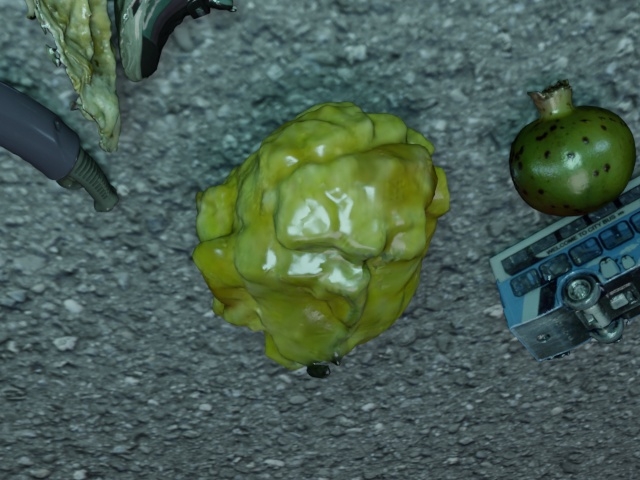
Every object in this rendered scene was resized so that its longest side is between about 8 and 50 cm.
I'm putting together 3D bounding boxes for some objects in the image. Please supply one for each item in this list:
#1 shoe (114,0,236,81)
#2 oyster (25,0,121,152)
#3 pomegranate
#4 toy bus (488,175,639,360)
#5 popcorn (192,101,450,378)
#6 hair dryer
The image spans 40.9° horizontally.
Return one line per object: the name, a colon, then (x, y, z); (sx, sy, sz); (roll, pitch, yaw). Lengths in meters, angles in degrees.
shoe: (-0.115, -0.202, 0.699); (0.099, 0.071, 0.169); (0, 134, -21)
oyster: (-0.193, -0.169, 0.685); (0.072, 0.133, 0.209); (-26, 111, -11)
pomegranate: (0.251, -0.086, 0.870); (0.130, 0.130, 0.130); (-7, 136, -6)
toy bus: (0.348, 0.018, 0.977); (0.297, 0.131, 0.106); (-31, 133, 17)
popcorn: (0.000, 0.000, 0.826); (0.252, 0.215, 0.286); (-9, 140, -13)
hair dryer: (-0.334, -0.092, 0.744); (0.301, 0.121, 0.361); (-32, 139, 30)
